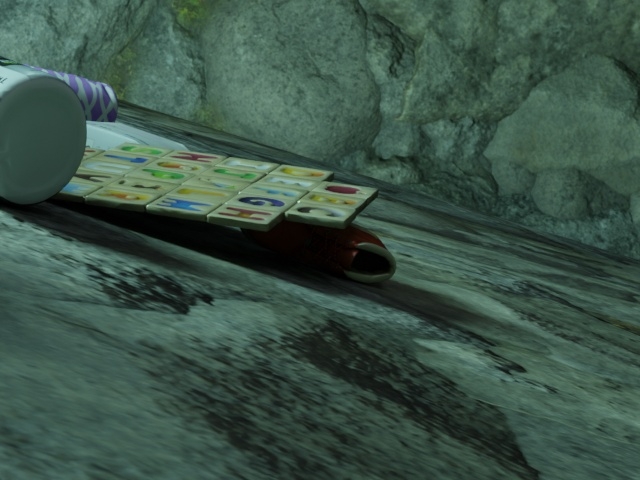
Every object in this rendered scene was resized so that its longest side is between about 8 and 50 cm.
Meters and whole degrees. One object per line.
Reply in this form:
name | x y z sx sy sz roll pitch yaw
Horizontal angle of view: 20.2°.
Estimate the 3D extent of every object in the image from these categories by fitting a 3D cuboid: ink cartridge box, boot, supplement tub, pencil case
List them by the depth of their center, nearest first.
supplement tub | -0.300 -0.107 1.551 0.190 0.117 0.117 22 7 41
boot | 0.000 0.000 1.741 0.158 0.059 0.084 16 10 -19
ink cartridge box | -0.165 -0.082 2.079 0.232 0.066 0.189 14 4 11
pencil case | -0.353 -0.178 2.273 0.206 0.086 0.088 12 15 -45

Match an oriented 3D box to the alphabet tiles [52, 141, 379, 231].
alphabet tiles | -0.125 -0.056 1.726 0.342 0.011 0.285 9 13 11
